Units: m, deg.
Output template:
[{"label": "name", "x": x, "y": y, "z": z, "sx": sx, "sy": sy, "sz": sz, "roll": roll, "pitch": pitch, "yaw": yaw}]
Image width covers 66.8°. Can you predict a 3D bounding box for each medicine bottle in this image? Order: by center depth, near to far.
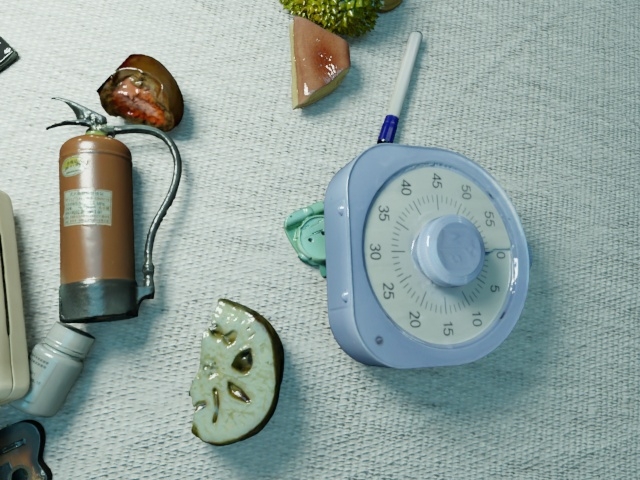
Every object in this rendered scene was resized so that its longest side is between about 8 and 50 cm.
[{"label": "medicine bottle", "x": -0.415, "y": 0.197, "z": 0.752, "sx": 0.080, "sy": 0.080, "sz": 0.130, "roll": 27, "pitch": 74, "yaw": -4}]

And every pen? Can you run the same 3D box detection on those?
[{"label": "pen", "x": 0.164, "y": -0.312, "z": 0.994, "sx": 0.033, "sy": 0.033, "sz": 0.269, "roll": 19, "pitch": 75, "yaw": -6}]

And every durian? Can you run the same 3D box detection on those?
[{"label": "durian", "x": 0.022, "y": -0.521, "z": 0.945, "sx": 0.237, "sy": 0.176, "sz": 0.200, "roll": 43, "pitch": 54, "yaw": 12}]

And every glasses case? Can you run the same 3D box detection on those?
[{"label": "glasses case", "x": -0.529, "y": 0.082, "z": 0.716, "sx": 0.144, "sy": 0.076, "sz": 0.336, "roll": -19, "pitch": 72, "yaw": 4}]

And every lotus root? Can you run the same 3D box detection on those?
[{"label": "lotus root", "x": -0.128, "y": 0.213, "z": 0.782, "sx": 0.138, "sy": 0.119, "sz": 0.235, "roll": 6, "pitch": 76, "yaw": -3}]

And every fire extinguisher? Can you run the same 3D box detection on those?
[{"label": "fire extinguisher", "x": -0.343, "y": -0.056, "z": 0.817, "sx": 0.200, "sy": 0.113, "sz": 0.376, "roll": 1, "pitch": 77, "yaw": -40}]

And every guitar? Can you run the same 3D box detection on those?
[{"label": "guitar", "x": -0.438, "y": 0.391, "z": 0.735, "sx": 0.088, "sy": 0.025, "sz": 0.233, "roll": -23, "pitch": 84, "yaw": -14}]

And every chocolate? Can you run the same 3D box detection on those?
[{"label": "chocolate", "x": -0.305, "y": -0.250, "z": 0.852, "sx": 0.133, "sy": 0.124, "sz": 0.127, "roll": 47, "pitch": 68, "yaw": -31}]

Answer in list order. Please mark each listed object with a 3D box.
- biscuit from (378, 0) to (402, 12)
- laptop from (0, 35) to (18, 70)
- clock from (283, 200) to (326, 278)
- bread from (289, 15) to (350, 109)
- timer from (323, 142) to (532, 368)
[{"label": "biscuit", "x": 0.127, "y": -0.563, "z": 1.044, "sx": 0.140, "sy": 0.023, "sz": 0.118, "roll": 44, "pitch": 75, "yaw": 1}, {"label": "laptop", "x": -0.665, "y": -0.352, "z": 0.850, "sx": 0.207, "sy": 0.026, "sz": 0.154, "roll": 43, "pitch": 74, "yaw": 0}, {"label": "clock", "x": 0.000, "y": 0.000, "z": 0.890, "sx": 0.101, "sy": 0.041, "sz": 0.135, "roll": -25, "pitch": 84, "yaw": -15}, {"label": "bread", "x": -0.002, "y": -0.344, "z": 0.950, "sx": 0.119, "sy": 0.067, "sz": 0.192, "roll": 0, "pitch": 77, "yaw": -2}, {"label": "timer", "x": 0.199, "y": 0.026, "z": 0.836, "sx": 0.395, "sy": 0.173, "sz": 0.395, "roll": 4, "pitch": 77, "yaw": -18}]
